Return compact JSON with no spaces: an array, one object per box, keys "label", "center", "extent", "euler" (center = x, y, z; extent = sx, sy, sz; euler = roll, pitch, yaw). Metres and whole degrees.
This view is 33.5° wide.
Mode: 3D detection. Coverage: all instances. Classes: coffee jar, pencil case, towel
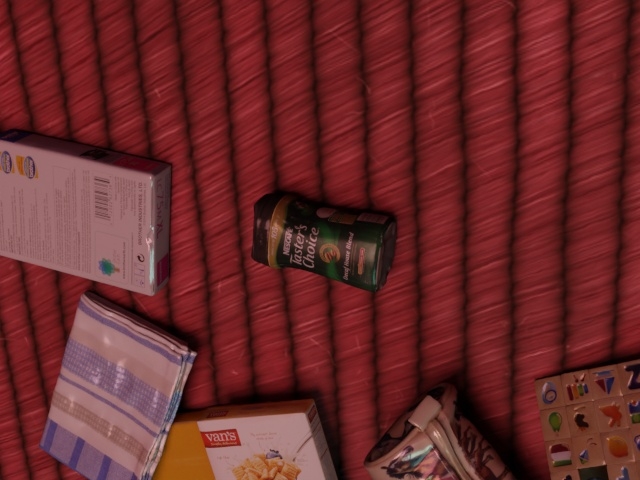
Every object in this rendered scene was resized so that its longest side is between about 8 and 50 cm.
[{"label":"coffee jar","center":[0.000,0.000,1.367],"extent":[0.184,0.079,0.096],"euler":[13,116,17]},{"label":"pencil case","center":[0.223,0.379,1.376],"extent":[0.410,0.160,0.183],"euler":[53,150,0]},{"label":"towel","center":[-0.310,0.238,1.586],"extent":[0.209,0.034,0.285],"euler":[26,109,19]}]

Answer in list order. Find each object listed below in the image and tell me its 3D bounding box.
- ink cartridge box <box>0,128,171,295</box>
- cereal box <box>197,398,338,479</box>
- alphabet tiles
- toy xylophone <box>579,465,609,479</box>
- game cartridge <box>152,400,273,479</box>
[{"label":"ink cartridge box","center":[-0.361,-0.047,1.505],"extent":[0.311,0.065,0.186],"euler":[12,116,15]},{"label":"cereal box","center":[-0.062,0.345,1.514],"extent":[0.173,0.047,0.240],"euler":[-10,108,23]},{"label":"alphabet tiles","center":[0.377,0.246,1.279],"extent":[0.237,0.009,0.198],"euler":[-19,72,39]},{"label":"toy xylophone","center":[0.475,0.312,1.309],"extent":[0.236,0.081,0.323],"euler":[47,121,-3]},{"label":"game cartridge","center":[-0.161,0.389,1.626],"extent":[0.324,0.052,0.285],"euler":[-11,108,23]}]
